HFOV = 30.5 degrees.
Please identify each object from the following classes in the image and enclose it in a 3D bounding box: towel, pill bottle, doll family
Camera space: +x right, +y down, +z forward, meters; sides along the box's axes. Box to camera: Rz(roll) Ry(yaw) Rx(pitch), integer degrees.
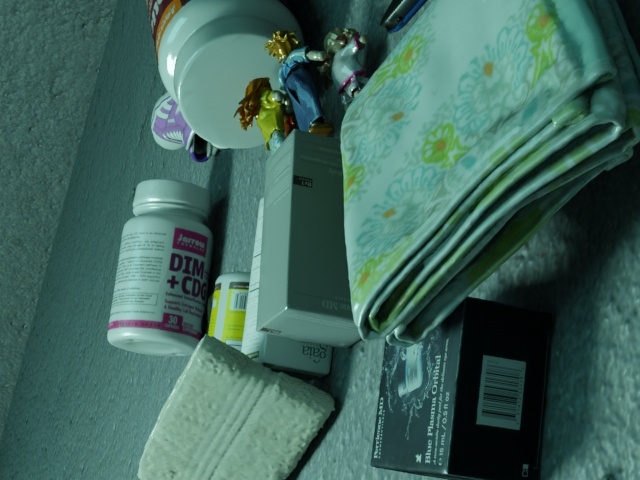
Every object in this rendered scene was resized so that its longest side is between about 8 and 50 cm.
[{"bbox_3d":[0.133,-0.119,1.062,0.320,0.090,0.374,-46,27,31],"label":"towel"},{"bbox_3d":[-0.114,0.249,1.497,0.282,0.187,0.049,-59,8,37],"label":"towel"},{"bbox_3d":[-0.147,-0.317,1.822,0.392,0.224,0.224,-110,37,-54],"label":"pill bottle"},{"bbox_3d":[-0.037,-0.189,1.572,0.263,0.118,0.163,-49,51,48],"label":"doll family"},{"bbox_3d":[-0.270,0.048,2.026,0.160,0.160,0.283,151,127,-63],"label":"pill bottle"},{"bbox_3d":[-0.098,0.157,1.591,0.117,0.117,0.215,158,121,-65],"label":"pill bottle"}]

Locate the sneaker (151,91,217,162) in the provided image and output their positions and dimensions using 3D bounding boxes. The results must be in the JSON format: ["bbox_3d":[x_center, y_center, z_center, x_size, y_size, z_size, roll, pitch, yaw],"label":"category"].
[{"bbox_3d":[-0.251,-0.203,2.203,0.282,0.102,0.161,138,136,-56],"label":"sneaker"}]

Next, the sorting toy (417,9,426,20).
[{"bbox_3d":[0.140,-0.119,1.258,0.229,0.041,0.307,-68,23,13],"label":"sorting toy"}]

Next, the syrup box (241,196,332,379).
[{"bbox_3d":[-0.034,0.056,1.518,0.096,0.093,0.236,154,125,-63],"label":"syrup box"}]

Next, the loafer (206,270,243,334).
[{"bbox_3d":[-0.127,0.118,1.736,0.220,0.080,0.078,-112,39,-55],"label":"loafer"}]

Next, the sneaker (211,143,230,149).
[{"bbox_3d":[-0.172,-0.277,2.028,0.106,0.078,0.234,78,-175,-59],"label":"sneaker"}]

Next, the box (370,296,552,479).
[{"bbox_3d":[0.125,0.140,1.073,0.158,0.093,0.156,160,120,-67],"label":"box"}]

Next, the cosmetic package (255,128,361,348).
[{"bbox_3d":[0.000,0.000,1.419,0.107,0.127,0.238,136,139,-55],"label":"cosmetic package"}]

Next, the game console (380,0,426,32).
[{"bbox_3d":[0.118,-0.413,1.251,0.250,0.173,0.293,-61,9,-33],"label":"game console"}]
